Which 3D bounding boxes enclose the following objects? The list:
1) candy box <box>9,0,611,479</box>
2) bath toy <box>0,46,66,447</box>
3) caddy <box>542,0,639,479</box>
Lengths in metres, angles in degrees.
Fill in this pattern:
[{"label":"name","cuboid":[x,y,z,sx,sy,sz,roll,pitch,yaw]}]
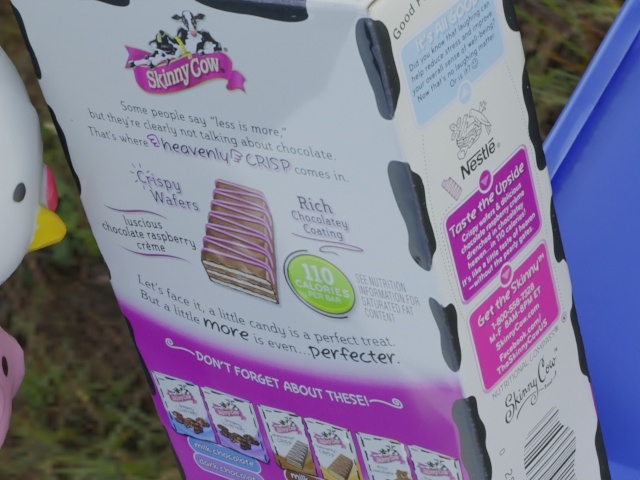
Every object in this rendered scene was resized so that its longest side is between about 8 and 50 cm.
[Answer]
[{"label":"candy box","cuboid":[0.000,0.000,0.630,0.159,0.071,0.233,13,132,38]},{"label":"bath toy","cuboid":[-0.180,0.067,0.700,0.129,0.151,0.348,58,136,32]},{"label":"caddy","cuboid":[0.174,-0.006,0.766,0.179,0.241,0.341,36,102,29]}]
